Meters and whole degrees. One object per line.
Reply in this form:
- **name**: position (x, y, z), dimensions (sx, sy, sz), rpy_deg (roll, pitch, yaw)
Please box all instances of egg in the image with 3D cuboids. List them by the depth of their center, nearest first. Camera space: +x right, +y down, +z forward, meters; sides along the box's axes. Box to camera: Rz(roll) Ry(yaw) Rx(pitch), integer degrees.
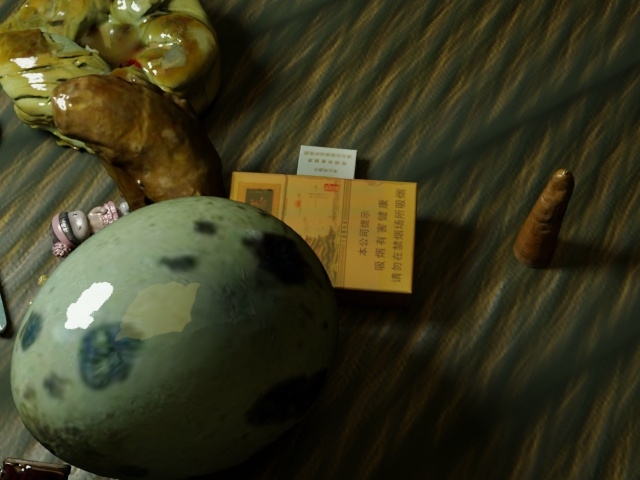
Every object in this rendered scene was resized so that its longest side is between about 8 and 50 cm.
- **egg**: position (-0.177, 0.125, 1.499), dimensions (0.428, 0.345, 0.345), rpy_deg (-20, 55, -38)

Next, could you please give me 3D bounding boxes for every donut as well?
- **donut**: position (-0.339, -0.293, 1.909), dimensions (0.360, 0.170, 0.360), rpy_deg (0, 53, 0)

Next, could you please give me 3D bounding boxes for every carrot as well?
- **carrot**: position (0.323, -0.037, 1.704), dimensions (0.061, 0.210, 0.061), rpy_deg (2, 59, -3)

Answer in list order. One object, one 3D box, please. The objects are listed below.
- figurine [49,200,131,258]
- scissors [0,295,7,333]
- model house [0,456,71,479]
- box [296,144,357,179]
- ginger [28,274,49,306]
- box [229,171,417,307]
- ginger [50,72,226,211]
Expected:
- **figurine**: position (-0.340, -0.016, 1.790), dimensions (0.129, 0.054, 0.072), rpy_deg (-14, 71, -18)
- **scissors**: position (-0.542, -0.037, 1.813), dimensions (0.192, 0.029, 0.447), rpy_deg (-21, 57, -13)
- **model house**: position (-0.395, 0.336, 1.477), dimensions (0.203, 0.164, 0.141), rpy_deg (2, 50, 4)
- **box**: position (0.004, -0.070, 1.838), dimensions (0.090, 0.024, 0.167), rpy_deg (5, 57, 4)
- **ginger**: position (-0.332, 0.086, 1.696), dimensions (0.115, 0.081, 0.205), rpy_deg (37, 64, 16)
- **box**: position (0.000, 0.000, 1.740), dimensions (0.274, 0.076, 0.174), rpy_deg (4, 67, 2)
- **ginger**: position (-0.249, -0.129, 1.741), dimensions (0.165, 0.321, 0.172), rpy_deg (-15, 33, 47)
